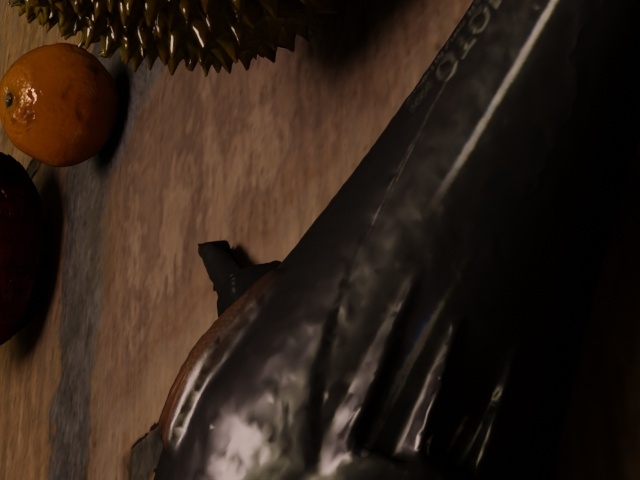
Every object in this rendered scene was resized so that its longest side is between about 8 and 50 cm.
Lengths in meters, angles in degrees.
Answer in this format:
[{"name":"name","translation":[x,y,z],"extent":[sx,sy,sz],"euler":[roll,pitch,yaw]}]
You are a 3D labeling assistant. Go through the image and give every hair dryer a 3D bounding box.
[{"name":"hair dryer","translation":[0.000,0.000,0.508],"extent":[0.304,0.120,0.359],"euler":[-68,17,3]}]

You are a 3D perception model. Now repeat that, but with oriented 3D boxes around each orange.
[{"name":"orange","translation":[-0.175,-0.090,0.900],"extent":[0.083,0.083,0.083],"euler":[-36,48,55]}]

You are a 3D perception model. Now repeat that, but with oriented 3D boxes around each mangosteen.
[{"name":"mangosteen","translation":[-0.292,0.006,0.988],"extent":[0.166,0.180,0.166],"euler":[-178,90,-67]}]

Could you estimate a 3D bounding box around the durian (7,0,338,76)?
[{"name":"durian","translation":[-0.028,-0.169,0.582],"extent":[0.237,0.138,0.193],"euler":[-14,60,16]}]
